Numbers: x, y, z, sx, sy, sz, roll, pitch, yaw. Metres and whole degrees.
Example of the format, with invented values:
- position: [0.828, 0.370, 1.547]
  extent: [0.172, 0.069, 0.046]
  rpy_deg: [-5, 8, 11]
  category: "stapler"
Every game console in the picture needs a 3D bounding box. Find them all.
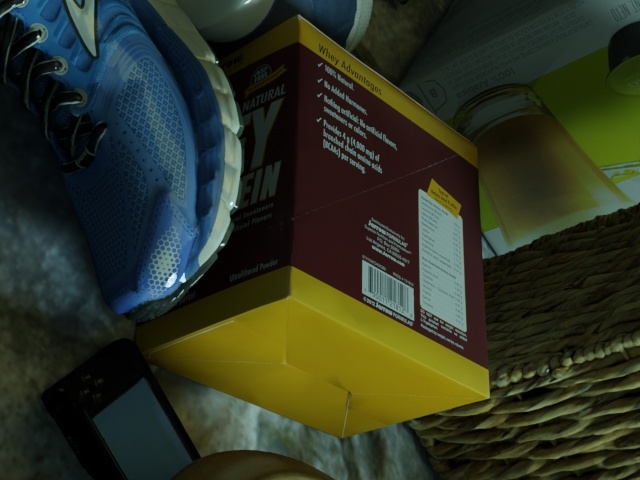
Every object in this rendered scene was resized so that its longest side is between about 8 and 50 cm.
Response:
- position: [-0.089, 0.119, 0.614]
  extent: [0.107, 0.071, 0.122]
  rpy_deg: [-38, 103, -52]
  category: "game console"

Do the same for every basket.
- position: [0.255, 0.108, 0.861]
  extent: [0.213, 0.299, 0.223]
  rpy_deg: [56, 37, -13]
  category: "basket"

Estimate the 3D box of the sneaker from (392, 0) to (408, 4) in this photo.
- position: [0.071, -0.245, 1.029]
  extent: [0.135, 0.052, 0.058]
  rpy_deg: [-17, 90, -53]
  category: "sneaker"

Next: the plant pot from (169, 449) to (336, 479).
- position: [0.003, 0.210, 0.573]
  extent: [0.236, 0.032, 0.236]
  rpy_deg: [38, 33, -30]
  category: "plant pot"

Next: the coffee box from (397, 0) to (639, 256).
- position: [0.333, -0.145, 1.063]
  extent: [0.334, 0.337, 0.338]
  rpy_deg: [54, 38, -18]
  category: "coffee box"

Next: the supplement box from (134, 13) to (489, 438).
- position: [0.000, 0.000, 0.740]
  extent: [0.191, 0.129, 0.194]
  rpy_deg: [29, 50, -40]
  category: "supplement box"

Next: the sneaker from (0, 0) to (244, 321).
- position: [-0.152, -0.108, 0.633]
  extent: [0.147, 0.130, 0.330]
  rpy_deg: [-7, 71, -42]
  category: "sneaker"

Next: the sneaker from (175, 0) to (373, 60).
- position: [-0.069, -0.268, 0.818]
  extent: [0.236, 0.130, 0.323]
  rpy_deg: [-3, 67, -64]
  category: "sneaker"
